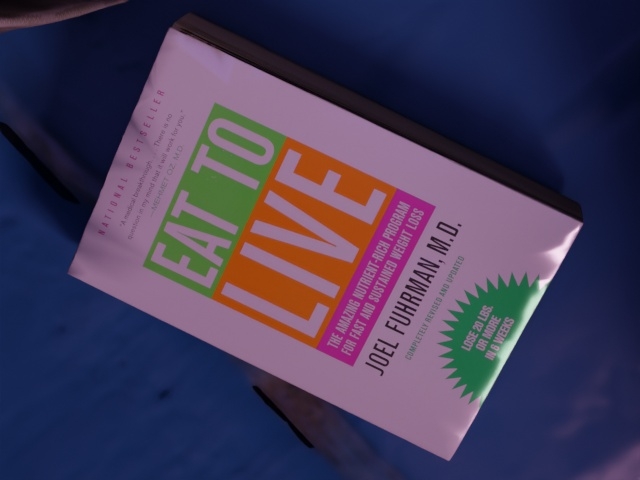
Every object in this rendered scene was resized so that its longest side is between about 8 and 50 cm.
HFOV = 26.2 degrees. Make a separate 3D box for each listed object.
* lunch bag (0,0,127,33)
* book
[{"bbox_3d":[-0.103,-0.134,0.331,0.287,0.235,0.169,-38,94,13],"label":"lunch bag"},{"bbox_3d":[0.000,0.000,0.458,0.144,0.035,0.096,25,108,-1],"label":"book"}]
